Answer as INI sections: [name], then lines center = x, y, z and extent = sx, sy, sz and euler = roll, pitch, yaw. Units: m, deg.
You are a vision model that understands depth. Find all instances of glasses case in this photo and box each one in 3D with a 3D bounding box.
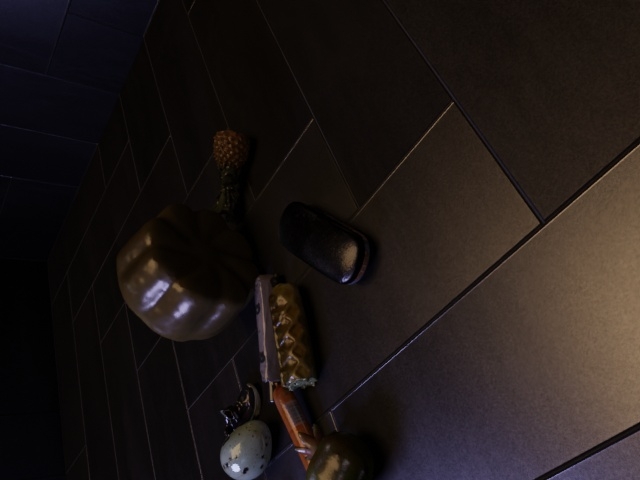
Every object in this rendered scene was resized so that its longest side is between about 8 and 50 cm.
[glasses case]
center = 0.000, 0.000, 1.387
extent = 0.321, 0.082, 0.122
euler = 32, 110, 48

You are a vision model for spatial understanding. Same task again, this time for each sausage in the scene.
[sausage]
center = -0.031, 0.476, 1.353
extent = 0.053, 0.053, 0.347
euler = -55, 51, 31

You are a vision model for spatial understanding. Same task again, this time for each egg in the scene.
[egg]
center = -0.188, 0.536, 1.501
extent = 0.131, 0.131, 0.164
euler = 28, 95, 50

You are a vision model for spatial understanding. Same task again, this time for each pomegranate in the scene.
[pomegranate]
center = 0.026, 0.473, 1.233
extent = 0.191, 0.131, 0.152
euler = 15, 75, 55

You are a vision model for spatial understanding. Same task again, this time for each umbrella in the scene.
[umbrella]
center = -0.128, 0.252, 1.516
extent = 0.067, 0.073, 0.337
euler = 74, -171, -73

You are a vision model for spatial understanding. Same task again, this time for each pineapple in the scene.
[pineapple]
center = -0.285, -0.189, 1.763
extent = 0.130, 0.119, 0.277
euler = 7, 91, 33

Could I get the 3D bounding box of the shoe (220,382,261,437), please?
[shoe]
center = -0.226, 0.470, 1.582
extent = 0.071, 0.100, 0.169
euler = 19, 98, 54

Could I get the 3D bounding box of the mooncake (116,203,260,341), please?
[mooncake]
center = -0.350, 0.078, 1.597
extent = 0.201, 0.379, 0.378
euler = -42, 53, 32

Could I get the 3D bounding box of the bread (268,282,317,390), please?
[bread]
center = -0.071, 0.231, 1.437
extent = 0.087, 0.098, 0.269
euler = -15, 65, 6
